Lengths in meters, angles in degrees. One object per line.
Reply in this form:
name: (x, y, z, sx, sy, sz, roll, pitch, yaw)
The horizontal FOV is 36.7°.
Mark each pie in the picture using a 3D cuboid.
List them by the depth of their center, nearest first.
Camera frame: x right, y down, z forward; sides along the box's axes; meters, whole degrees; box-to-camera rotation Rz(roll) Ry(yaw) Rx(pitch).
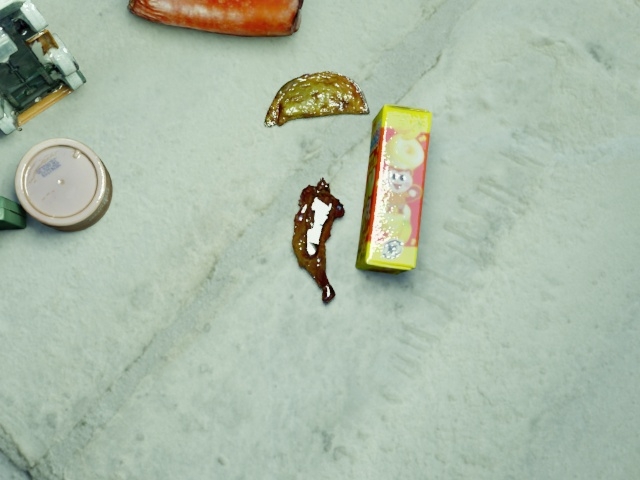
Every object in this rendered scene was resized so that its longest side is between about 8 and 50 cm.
pie: (-0.012, -0.257, 1.722, 0.191, 0.033, 0.088, -9, 82, -6)

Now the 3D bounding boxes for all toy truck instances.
toy truck: (-0.517, -0.323, 1.510, 0.173, 0.387, 0.207, -35, 83, -7)

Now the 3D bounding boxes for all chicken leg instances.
chicken leg: (-0.006, -0.002, 1.689, 0.090, 0.048, 0.219, 6, 84, -1)

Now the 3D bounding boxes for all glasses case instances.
glasses case: (-0.536, -0.043, 1.577, 0.078, 0.184, 0.039, -4, 87, -5)

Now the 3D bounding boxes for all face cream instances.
face cream: (-0.431, -0.092, 1.632, 0.149, 0.104, 0.149, 0, 85, -5)

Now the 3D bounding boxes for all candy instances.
candy: (0.124, -0.084, 1.662, 0.088, 0.146, 0.276, 8, 86, -4)

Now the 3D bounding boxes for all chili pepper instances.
chili pepper: (-0.171, -0.478, 1.634, 0.306, 0.229, 0.251, 7, 101, -5)
